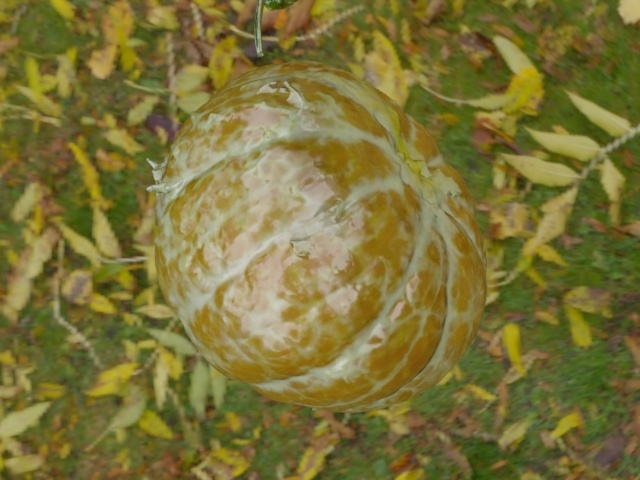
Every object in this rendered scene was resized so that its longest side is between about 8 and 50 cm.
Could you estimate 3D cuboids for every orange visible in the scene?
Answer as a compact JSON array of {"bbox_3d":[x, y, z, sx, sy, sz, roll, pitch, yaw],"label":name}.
[{"bbox_3d":[0.000,0.000,1.170,0.249,0.329,0.329,-27,78,28],"label":"orange"}]

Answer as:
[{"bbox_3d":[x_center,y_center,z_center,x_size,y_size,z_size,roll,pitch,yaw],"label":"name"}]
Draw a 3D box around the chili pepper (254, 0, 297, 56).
[{"bbox_3d":[-0.035,-0.259,1.206,0.072,0.204,0.073,-27,117,23],"label":"chili pepper"}]
